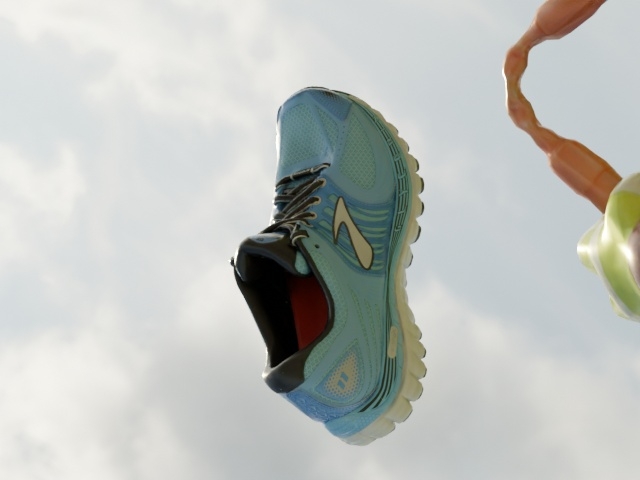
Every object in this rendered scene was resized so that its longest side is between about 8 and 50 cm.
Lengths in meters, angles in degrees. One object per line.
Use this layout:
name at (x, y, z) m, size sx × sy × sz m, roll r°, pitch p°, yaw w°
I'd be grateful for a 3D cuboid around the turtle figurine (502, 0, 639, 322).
turtle figurine at (0.146, 0.021, 0.279) m, size 0.087 × 0.270 × 0.217 m, roll -22°, pitch -83°, yaw -48°

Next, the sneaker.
sneaker at (0.000, 0.000, 0.696) m, size 0.073 × 0.063 × 0.162 m, roll 24°, pitch -133°, yaw -39°
